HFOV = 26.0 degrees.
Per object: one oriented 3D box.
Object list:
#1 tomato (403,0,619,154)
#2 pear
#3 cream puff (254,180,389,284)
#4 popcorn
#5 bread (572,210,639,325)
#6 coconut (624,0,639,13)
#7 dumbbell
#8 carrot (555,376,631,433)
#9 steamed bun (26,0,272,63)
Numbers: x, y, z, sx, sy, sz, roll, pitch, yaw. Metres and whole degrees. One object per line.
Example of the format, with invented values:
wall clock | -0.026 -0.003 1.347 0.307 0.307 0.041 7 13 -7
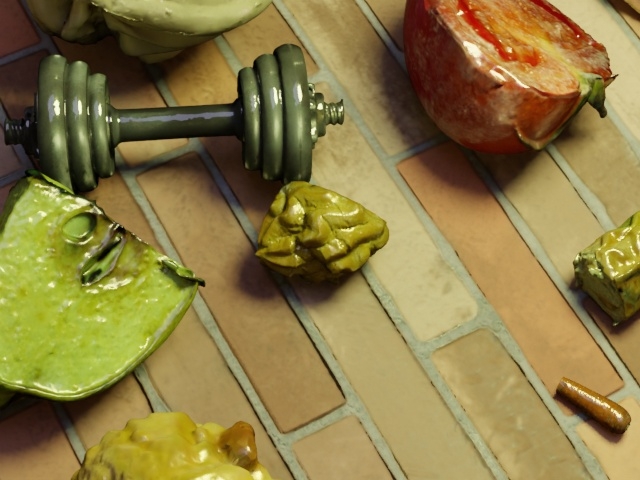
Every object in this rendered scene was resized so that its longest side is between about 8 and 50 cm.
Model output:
tomato | 0.204 -0.212 1.735 0.309 0.170 0.309 23 29 -14
pear | -0.292 0.087 1.542 0.238 0.164 0.255 33 75 -20
cream puff | 0.000 0.000 1.632 0.146 0.146 0.116 25 83 10
popcorn | -0.161 0.307 1.401 0.332 0.225 0.265 -19 69 -1
bread | 0.429 -0.007 1.681 0.269 0.087 0.098 -33 67 -19
coconut | 0.509 -0.427 1.842 0.233 0.233 0.245 28 66 11
dumbbell | -0.173 -0.141 1.662 0.406 0.179 0.179 -4 62 -5
carrot | 0.315 0.190 1.598 0.093 0.032 0.032 32 64 19
steamed bun | -0.220 -0.339 1.717 0.352 0.247 0.339 5 19 3
